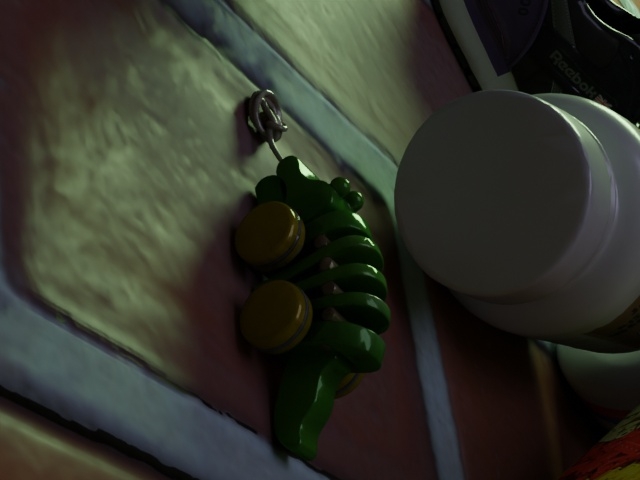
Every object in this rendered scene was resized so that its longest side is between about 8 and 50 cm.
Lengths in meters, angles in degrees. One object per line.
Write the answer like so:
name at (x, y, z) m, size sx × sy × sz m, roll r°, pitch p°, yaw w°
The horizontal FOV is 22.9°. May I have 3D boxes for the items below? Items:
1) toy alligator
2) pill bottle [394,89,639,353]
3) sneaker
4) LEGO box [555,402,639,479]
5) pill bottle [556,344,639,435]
toy alligator at (0.000, 0.000, 0.650) m, size 0.056 × 0.051 × 0.189 m, roll 45°, pitch 31°, yaw -45°
pill bottle at (0.131, -0.010, 0.858) m, size 0.229 × 0.131 × 0.131 m, roll 16°, pitch 54°, yaw -63°
sneaker at (0.189, -0.087, 1.077) m, size 0.283 × 0.124 × 0.107 m, roll 61°, pitch 23°, yaw -17°
LEGO box at (0.313, 0.281, 0.712) m, size 0.372 × 0.193 × 0.500 m, roll -26°, pitch 85°, yaw -52°
pill bottle at (0.253, 0.116, 1.031) m, size 0.221 × 0.124 × 0.124 m, roll 52°, pitch 26°, yaw -35°
